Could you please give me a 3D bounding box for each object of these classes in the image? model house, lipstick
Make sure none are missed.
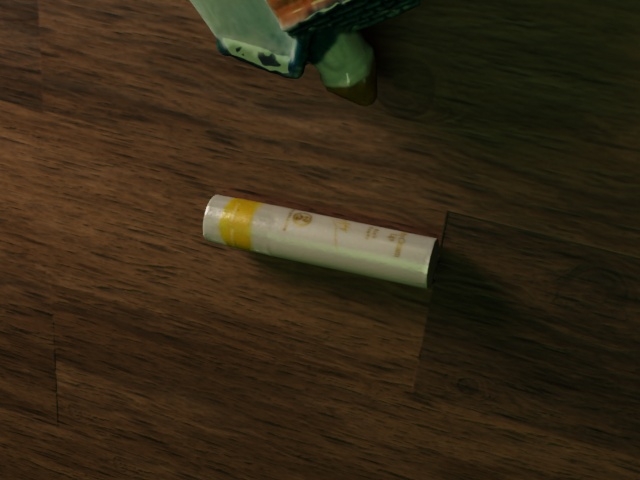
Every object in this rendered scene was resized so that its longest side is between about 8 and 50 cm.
[{"bbox_3d":[-0.020,-0.253,0.868,0.253,0.184,0.291,-17,123,21],"label":"model house"},{"bbox_3d":[0.000,0.000,1.042,0.264,0.059,0.059,11,120,15],"label":"lipstick"}]
